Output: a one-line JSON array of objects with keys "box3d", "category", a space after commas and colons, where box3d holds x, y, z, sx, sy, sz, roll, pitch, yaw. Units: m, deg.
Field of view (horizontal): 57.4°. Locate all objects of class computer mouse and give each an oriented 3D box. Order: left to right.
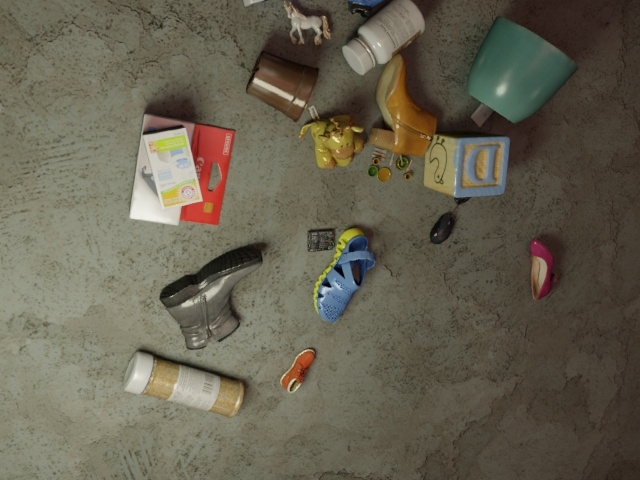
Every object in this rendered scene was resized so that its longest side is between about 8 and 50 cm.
[{"box3d": [0.460, -0.088, 2.010, 0.071, 0.041, 0.242, 33, 91, -24], "category": "computer mouse"}]

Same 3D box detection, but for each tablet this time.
[{"box3d": [0.546, -0.428, 1.963, 0.054, 0.006, 0.083, 41, 89, -25], "category": "tablet"}]

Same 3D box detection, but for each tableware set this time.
[{"box3d": [0.228, -0.234, 1.893, 0.154, 0.024, 0.104, 14, 100, -23], "category": "tableware set"}]

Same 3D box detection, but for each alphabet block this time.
[{"box3d": [0.466, -0.251, 1.881, 0.194, 0.197, 0.192, -3, 105, -19], "category": "alphabet block"}]

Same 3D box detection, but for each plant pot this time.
[{"box3d": [-0.113, -0.440, 1.643, 0.165, 0.167, 0.166, 20, 98, -16], "category": "plant pot"}, {"box3d": [0.598, -0.511, 1.818, 0.293, 0.293, 0.235, 25, 111, -24], "category": "plant pot"}]

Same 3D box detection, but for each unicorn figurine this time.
[{"box3d": [-0.049, -0.618, 1.671, 0.162, 0.060, 0.111, -12, 109, -34], "category": "unicorn figurine"}]

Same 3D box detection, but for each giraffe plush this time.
[{"box3d": [0.052, -0.305, 1.728, 0.181, 0.170, 0.210, -45, 115, -3], "category": "giraffe plush"}]

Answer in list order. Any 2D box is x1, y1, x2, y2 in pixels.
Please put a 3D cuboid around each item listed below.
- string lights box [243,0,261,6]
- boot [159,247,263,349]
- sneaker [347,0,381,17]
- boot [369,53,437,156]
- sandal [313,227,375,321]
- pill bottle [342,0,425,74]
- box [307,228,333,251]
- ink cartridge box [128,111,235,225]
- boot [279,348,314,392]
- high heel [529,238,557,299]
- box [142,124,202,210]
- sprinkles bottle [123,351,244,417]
[{"box3d": [-0.100, -0.746, 1.599, 0.260, 0.077, 0.133, -22, 111, -13], "category": "string lights box"}, {"box3d": [-0.296, 0.178, 1.785, 0.338, 0.118, 0.222, -26, 115, 0], "category": "boot"}, {"box3d": [0.153, -0.696, 1.714, 0.152, 0.058, 0.084, -4, 100, -15], "category": "sneaker"}, {"box3d": [0.278, -0.415, 1.828, 0.211, 0.104, 0.295, 5, 108, -27], "category": "boot"}, {"box3d": [0.081, 0.123, 1.875, 0.126, 0.138, 0.317, 13, 103, -37], "category": "sandal"}, {"box3d": [0.183, -0.596, 1.715, 0.229, 0.131, 0.131, -40, 114, -5], "category": "pill bottle"}, {"box3d": [0.000, 0.000, 1.880, 0.083, 0.018, 0.067, -5, 107, -19], "category": "box"}, {"box3d": [-0.389, -0.191, 1.659, 0.261, 0.066, 0.296, 8, 103, -21], "category": "ink cartridge box"}, {"box3d": [-0.066, 0.436, 1.945, 0.059, 0.085, 0.158, 38, 88, -23], "category": "boot"}, {"box3d": [0.804, 0.110, 2.171, 0.117, 0.082, 0.244, -42, 128, -15], "category": "high heel"}, {"box3d": [-0.395, -0.196, 1.562, 0.114, 0.103, 0.203, -14, 108, -14], "category": "box"}, {"box3d": [-0.416, 0.448, 1.799, 0.356, 0.121, 0.121, 23, 96, -24], "category": "sprinkles bottle"}]
